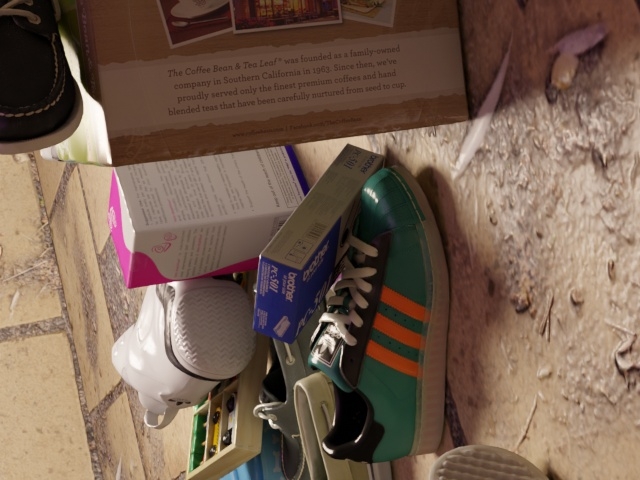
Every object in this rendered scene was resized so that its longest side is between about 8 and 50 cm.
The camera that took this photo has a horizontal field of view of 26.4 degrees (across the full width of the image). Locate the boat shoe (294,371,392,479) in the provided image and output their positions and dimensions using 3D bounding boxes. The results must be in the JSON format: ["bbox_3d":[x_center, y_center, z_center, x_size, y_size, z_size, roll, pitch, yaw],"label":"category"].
[{"bbox_3d":[0.027,0.282,1.510,0.109,0.094,0.302,-172,74,-69],"label":"boat shoe"}]

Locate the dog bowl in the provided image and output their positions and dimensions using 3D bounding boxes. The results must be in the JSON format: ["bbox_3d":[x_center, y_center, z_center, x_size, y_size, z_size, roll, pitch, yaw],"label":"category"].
[{"bbox_3d":[-0.091,0.293,1.860,0.297,0.074,0.166,139,119,-66],"label":"dog bowl"}]

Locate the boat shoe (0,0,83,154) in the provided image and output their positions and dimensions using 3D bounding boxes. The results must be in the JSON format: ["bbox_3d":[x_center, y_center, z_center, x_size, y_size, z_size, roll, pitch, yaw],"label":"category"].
[{"bbox_3d":[-0.270,-0.174,1.128,0.302,0.114,0.091,-127,29,-49],"label":"boat shoe"}]

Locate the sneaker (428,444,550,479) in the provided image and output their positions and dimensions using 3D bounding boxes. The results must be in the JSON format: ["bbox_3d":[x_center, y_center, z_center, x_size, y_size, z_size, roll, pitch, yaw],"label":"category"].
[{"bbox_3d":[0.189,0.323,1.078,0.366,0.135,0.150,-115,17,-57],"label":"sneaker"}]

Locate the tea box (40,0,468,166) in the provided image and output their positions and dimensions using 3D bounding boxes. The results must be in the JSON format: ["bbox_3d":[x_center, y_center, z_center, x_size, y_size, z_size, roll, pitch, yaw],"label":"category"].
[{"bbox_3d":[-0.086,-0.195,1.262,0.323,0.329,0.220,-170,72,-69],"label":"tea box"}]

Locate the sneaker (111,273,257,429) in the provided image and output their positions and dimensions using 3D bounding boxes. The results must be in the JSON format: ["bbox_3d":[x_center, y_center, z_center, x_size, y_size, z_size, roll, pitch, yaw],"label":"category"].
[{"bbox_3d":[-0.183,0.059,1.747,0.210,0.137,0.366,-50,35,40],"label":"sneaker"}]

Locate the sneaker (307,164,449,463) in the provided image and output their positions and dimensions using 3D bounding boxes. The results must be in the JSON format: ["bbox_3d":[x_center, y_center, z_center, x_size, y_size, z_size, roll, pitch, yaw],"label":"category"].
[{"bbox_3d":[0.050,0.081,1.321,0.108,0.121,0.302,-148,52,-63],"label":"sneaker"}]

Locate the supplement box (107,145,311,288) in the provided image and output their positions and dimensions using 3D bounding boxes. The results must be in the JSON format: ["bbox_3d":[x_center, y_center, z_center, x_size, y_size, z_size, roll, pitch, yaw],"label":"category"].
[{"bbox_3d":[-0.130,-0.031,1.608,0.111,0.220,0.114,108,146,-50],"label":"supplement box"}]

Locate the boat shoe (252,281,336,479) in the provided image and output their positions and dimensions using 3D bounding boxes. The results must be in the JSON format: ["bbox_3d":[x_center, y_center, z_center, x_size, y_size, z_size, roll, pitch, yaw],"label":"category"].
[{"bbox_3d":[-0.039,0.170,1.628,0.116,0.099,0.320,-127,34,-51],"label":"boat shoe"}]

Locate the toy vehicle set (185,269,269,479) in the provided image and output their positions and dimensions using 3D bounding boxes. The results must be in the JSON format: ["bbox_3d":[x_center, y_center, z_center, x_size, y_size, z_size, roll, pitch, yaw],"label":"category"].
[{"bbox_3d":[-0.116,0.166,1.754,0.166,0.035,0.267,-42,38,53],"label":"toy vehicle set"}]

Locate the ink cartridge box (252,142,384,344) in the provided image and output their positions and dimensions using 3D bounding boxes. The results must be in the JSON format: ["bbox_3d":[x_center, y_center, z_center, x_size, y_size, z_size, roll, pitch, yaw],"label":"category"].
[{"bbox_3d":[0.000,0.000,1.340,0.046,0.207,0.097,20,131,15],"label":"ink cartridge box"}]

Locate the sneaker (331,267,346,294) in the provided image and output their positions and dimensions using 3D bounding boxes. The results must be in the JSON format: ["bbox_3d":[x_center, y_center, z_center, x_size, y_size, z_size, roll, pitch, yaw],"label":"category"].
[{"bbox_3d":[0.034,0.035,1.470,0.098,0.038,0.069,88,159,-46],"label":"sneaker"}]
